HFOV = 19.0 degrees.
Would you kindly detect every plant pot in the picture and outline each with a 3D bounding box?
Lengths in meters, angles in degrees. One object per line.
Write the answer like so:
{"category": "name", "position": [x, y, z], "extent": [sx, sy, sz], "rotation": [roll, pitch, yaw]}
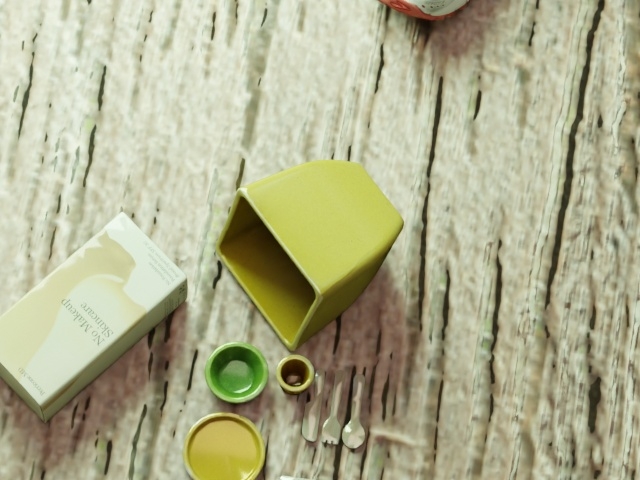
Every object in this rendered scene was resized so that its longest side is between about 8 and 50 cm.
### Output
{"category": "plant pot", "position": [0.000, 0.000, 1.122], "extent": [0.083, 0.081, 0.081], "rotation": [-30, 74, -27]}

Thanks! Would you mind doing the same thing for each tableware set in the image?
{"category": "tableware set", "position": [-0.030, 0.135, 1.096], "extent": [0.104, 0.024, 0.154], "rotation": [9, 70, 0]}

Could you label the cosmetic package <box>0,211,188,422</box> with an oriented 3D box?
{"category": "cosmetic package", "position": [-0.138, 0.045, 1.113], "extent": [0.060, 0.041, 0.115], "rotation": [43, 73, 11]}

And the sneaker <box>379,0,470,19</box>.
{"category": "sneaker", "position": [0.086, -0.242, 1.206], "extent": [0.088, 0.092, 0.225], "rotation": [20, 70, 4]}
